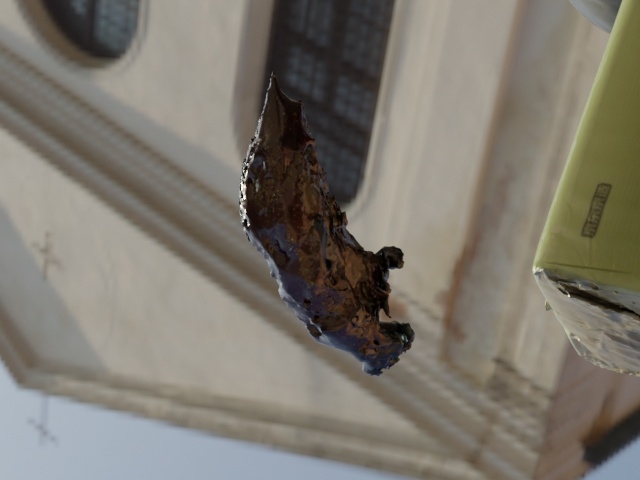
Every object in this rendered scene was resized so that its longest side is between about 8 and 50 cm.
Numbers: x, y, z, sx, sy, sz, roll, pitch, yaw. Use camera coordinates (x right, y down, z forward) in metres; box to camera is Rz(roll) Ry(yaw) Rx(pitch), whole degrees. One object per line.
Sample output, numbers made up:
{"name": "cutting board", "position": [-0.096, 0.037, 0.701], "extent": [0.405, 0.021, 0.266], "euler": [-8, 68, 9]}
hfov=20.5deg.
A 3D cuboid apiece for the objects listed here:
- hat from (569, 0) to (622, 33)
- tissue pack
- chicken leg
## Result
{"name": "hat", "position": [0.241, -0.184, 1.236], "extent": [0.144, 0.166, 0.173], "euler": [-12, -148, -2]}
{"name": "tissue pack", "position": [0.212, -0.047, 0.955], "extent": [0.125, 0.159, 0.234], "euler": [13, -106, 24]}
{"name": "chicken leg", "position": [0.000, 0.000, 1.255], "extent": [0.063, 0.234, 0.105], "euler": [-11, -143, 32]}
